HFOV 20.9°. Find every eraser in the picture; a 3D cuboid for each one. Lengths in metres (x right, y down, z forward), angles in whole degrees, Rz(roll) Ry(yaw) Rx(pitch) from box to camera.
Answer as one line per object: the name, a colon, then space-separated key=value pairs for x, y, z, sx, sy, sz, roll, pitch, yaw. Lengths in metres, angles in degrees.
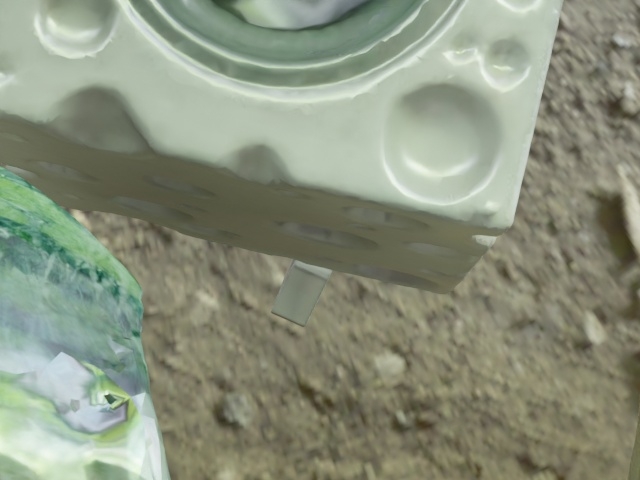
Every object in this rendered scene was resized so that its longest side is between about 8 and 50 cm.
eraser: x=0.000 y=0.000 z=1.113 sx=0.026 sy=0.105 sz=0.065 roll=25 pitch=135 yaw=-4

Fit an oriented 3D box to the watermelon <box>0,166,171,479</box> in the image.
watermelon: x=-0.160 y=0.085 z=0.547 sx=0.224 sy=0.305 sz=0.180 roll=-8 pitch=162 yaw=-10

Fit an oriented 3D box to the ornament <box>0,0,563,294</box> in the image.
ornament: x=-0.015 y=-0.125 z=0.831 sx=0.240 sy=0.240 sz=0.239 roll=13 pitch=81 yaw=0

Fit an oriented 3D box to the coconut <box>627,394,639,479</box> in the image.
coconut: x=0.355 y=0.207 z=1.277 sx=0.329 sy=0.329 sz=0.329 roll=-5 pitch=119 yaw=-9
